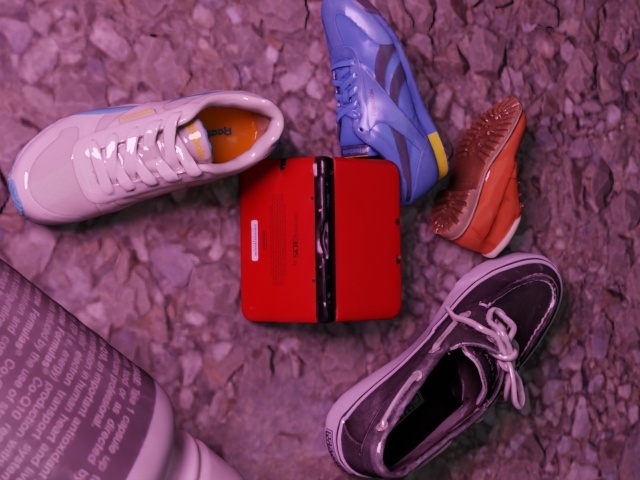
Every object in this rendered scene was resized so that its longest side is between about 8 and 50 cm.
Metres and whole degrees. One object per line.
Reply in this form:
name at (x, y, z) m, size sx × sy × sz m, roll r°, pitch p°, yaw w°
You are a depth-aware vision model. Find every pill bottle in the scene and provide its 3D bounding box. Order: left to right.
pill bottle at (-0.232, 0.133, 0.743) m, size 0.361 × 0.204 × 0.204 m, roll 42°, pitch 69°, yaw -22°

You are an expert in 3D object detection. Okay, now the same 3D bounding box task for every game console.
game console at (0.000, 0.000, 0.962) m, size 0.085 × 0.124 × 0.144 m, roll 3°, pitch 86°, yaw -66°

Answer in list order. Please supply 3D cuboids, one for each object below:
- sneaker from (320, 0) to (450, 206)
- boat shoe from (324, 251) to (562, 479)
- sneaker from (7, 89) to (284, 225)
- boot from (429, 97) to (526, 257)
sneaker at (0.043, -0.127, 0.988) m, size 0.082 × 0.069 × 0.209 m, roll -32°, pitch 104°, yaw -23°
boat shoe at (0.140, 0.113, 1.015) m, size 0.306 × 0.105 × 0.113 m, roll -32°, pitch 104°, yaw -27°
sneaker at (-0.138, -0.074, 0.868) m, size 0.228 × 0.092 × 0.087 m, roll -23°, pitch 101°, yaw -27°
boot at (0.174, -0.061, 1.072) m, size 0.084 × 0.059 × 0.158 m, roll 29°, pitch 83°, yaw -29°
